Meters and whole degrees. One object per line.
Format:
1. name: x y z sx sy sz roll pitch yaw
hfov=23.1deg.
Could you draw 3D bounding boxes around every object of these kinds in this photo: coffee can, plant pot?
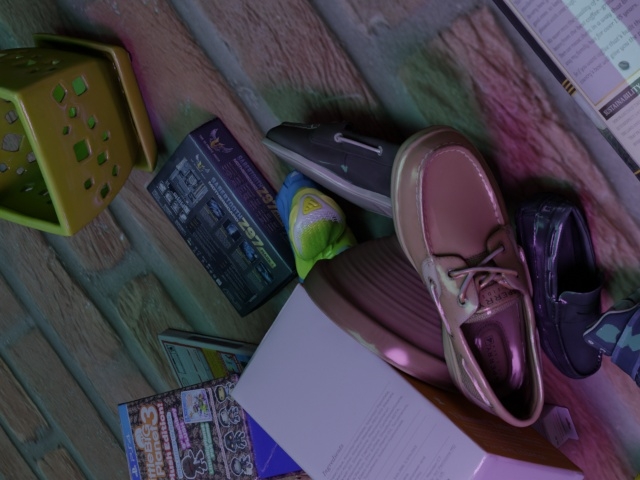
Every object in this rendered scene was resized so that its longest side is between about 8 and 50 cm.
1. coffee can: 0.295 -0.175 1.321 0.275 0.201 0.201 52 147 4
2. plant pot: 0.107 0.067 1.820 0.237 0.237 0.110 37 103 24
3. plant pot: -0.367 -0.163 2.167 0.228 0.207 0.227 16 131 45

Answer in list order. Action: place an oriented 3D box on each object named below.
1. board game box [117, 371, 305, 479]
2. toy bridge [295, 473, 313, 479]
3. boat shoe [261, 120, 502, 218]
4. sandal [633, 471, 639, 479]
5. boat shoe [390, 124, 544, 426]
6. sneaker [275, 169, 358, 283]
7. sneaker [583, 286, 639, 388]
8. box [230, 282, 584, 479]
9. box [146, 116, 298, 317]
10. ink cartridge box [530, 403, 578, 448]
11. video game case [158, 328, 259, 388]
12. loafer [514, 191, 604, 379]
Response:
1. board game box: -0.094 0.254 2.121 0.291 0.232 0.141 -19 80 50
2. toy bridge: 0.056 0.344 2.184 0.188 0.026 0.063 7 132 10
3. boat shoe: 0.072 -0.084 1.811 0.335 0.095 0.112 28 175 40
4. sandal: 0.440 0.403 1.749 0.138 0.126 0.317 2 122 46
5. boat shoe: 0.171 0.039 1.647 0.110 0.121 0.341 43 157 62
6. sneaker: 0.000 0.000 1.988 0.240 0.091 0.126 82 169 -51
7. sneaker: 0.351 0.150 1.654 0.163 0.086 0.226 35 142 25
8. box: 0.097 0.225 1.830 0.345 0.215 0.168 40 104 38
9. box: -0.122 -0.028 2.116 0.232 0.059 0.183 52 148 4
10. ink cartridge box: 0.265 0.223 1.884 0.083 0.028 0.048 2 121 51
11. video game case: -0.125 0.240 2.397 0.285 0.025 0.204 6 124 50
12. loafer: 0.267 0.054 1.683 0.078 0.076 0.223 16 129 54
